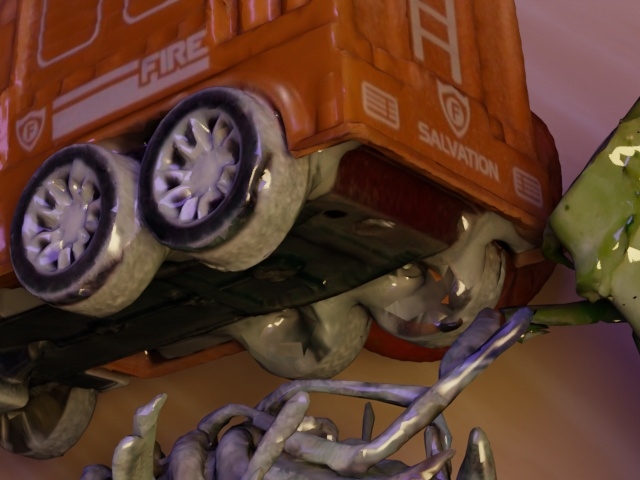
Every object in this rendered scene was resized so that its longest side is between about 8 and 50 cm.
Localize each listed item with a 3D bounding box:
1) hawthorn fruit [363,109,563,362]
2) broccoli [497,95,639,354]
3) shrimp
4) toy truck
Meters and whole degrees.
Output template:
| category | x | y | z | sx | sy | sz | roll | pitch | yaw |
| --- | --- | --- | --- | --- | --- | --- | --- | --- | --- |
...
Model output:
| category | x | y | z | sx | sy | sz | roll | pitch | yaw |
| --- | --- | --- | --- | --- | --- | --- | --- | --- | --- |
| hawthorn fruit | 0.000 | 0.000 | 0.906 | 0.285 | 0.165 | 0.165 | -18 | 46 | 44 |
| broccoli | 0.216 | 0.053 | 0.630 | 0.283 | 0.321 | 0.304 | 36 | 82 | 4 |
| shrimp | -0.048 | 0.119 | 0.657 | 0.410 | 0.221 | 0.166 | -16 | 63 | 30 |
| toy truck | -0.093 | -0.035 | 0.772 | 0.387 | 0.173 | 0.207 | -19 | 63 | 34 |
